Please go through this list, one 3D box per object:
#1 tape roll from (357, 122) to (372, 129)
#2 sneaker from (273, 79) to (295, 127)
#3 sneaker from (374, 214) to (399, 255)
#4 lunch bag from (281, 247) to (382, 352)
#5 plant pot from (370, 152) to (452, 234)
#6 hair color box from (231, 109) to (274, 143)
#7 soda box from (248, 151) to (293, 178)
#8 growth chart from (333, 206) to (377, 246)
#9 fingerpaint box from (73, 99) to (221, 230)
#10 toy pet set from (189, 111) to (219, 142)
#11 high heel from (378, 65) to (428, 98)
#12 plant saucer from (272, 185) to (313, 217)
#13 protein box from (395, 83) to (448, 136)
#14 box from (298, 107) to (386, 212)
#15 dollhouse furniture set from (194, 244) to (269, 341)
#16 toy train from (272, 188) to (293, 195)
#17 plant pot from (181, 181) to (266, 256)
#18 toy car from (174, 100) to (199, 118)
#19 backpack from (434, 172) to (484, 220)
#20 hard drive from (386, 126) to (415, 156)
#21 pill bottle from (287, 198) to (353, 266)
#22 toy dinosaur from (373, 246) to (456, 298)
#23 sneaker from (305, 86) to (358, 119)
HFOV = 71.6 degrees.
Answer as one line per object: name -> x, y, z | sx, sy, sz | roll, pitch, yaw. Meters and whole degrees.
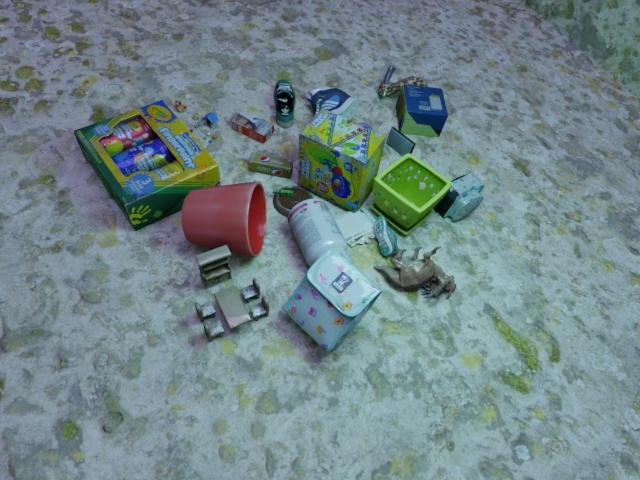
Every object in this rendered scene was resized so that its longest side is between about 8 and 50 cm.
tape roll -> 0.158, -0.403, 1.897 | 0.189, 0.188, 0.080 | -26, 62, -24
sneaker -> -0.163, -0.674, 2.080 | 0.108, 0.121, 0.301 | -1, 55, -9
sneaker -> 0.259, -0.017, 1.717 | 0.076, 0.065, 0.166 | 4, 67, -36
lunch bag -> 0.041, 0.184, 1.418 | 0.223, 0.262, 0.160 | 42, 19, 18
plant pot -> 0.340, -0.169, 1.749 | 0.228, 0.207, 0.227 | 41, 60, 19
hair color box -> -0.302, -0.510, 1.988 | 0.168, 0.053, 0.093 | 24, 56, 10
soda box -> -0.208, -0.314, 1.859 | 0.182, 0.061, 0.058 | 11, 55, -1
growth chart -> 0.123, -0.048, 1.746 | 0.238, 0.021, 0.171 | -19, 61, -20
fingerpaint box -> -0.665, -0.310, 1.727 | 0.371, 0.163, 0.444 | -30, 65, -25
toy pet set -> -0.497, -0.507, 1.949 | 0.122, 0.065, 0.114 | 29, 56, 11
high heel -> 0.427, -0.756, 2.270 | 0.262, 0.093, 0.186 | 24, 77, -6
plant saucer -> -0.107, -0.163, 1.789 | 0.169, 0.029, 0.168 | 4, 56, -5
protein box -> 0.482, -0.623, 2.129 | 0.200, 0.135, 0.201 | 4, 55, -5
box -> 0.074, -0.309, 1.739 | 0.279, 0.289, 0.177 | 27, 58, 15
dollhouse furniture set -> -0.308, 0.165, 1.449 | 0.212, 0.160, 0.242 | -21, 61, -21
toy train -> -0.150, -0.194, 1.776 | 0.084, 0.017, 0.023 | 4, 44, -6
plant pot -> -0.337, -0.081, 1.570 | 0.244, 0.274, 0.274 | 4, 54, 6
toy car -> -0.609, -0.585, 1.996 | 0.122, 0.060, 0.040 | 33, 89, 22
backpack -> 0.579, -0.182, 1.818 | 0.189, 0.165, 0.144 | -35, 68, -24
hard drive -> 0.362, -0.440, 2.010 | 0.022, 0.094, 0.135 | -34, 66, -28
pill bottle -> 0.000, 0.000, 1.610 | 0.161, 0.160, 0.282 | -15, 59, -18
toy dinosaur -> 0.347, 0.128, 1.606 | 0.296, 0.127, 0.200 | -7, 92, 6
sneaker -> -0.001, -0.598, 2.061 | 0.236, 0.130, 0.322 | 30, 61, 24
